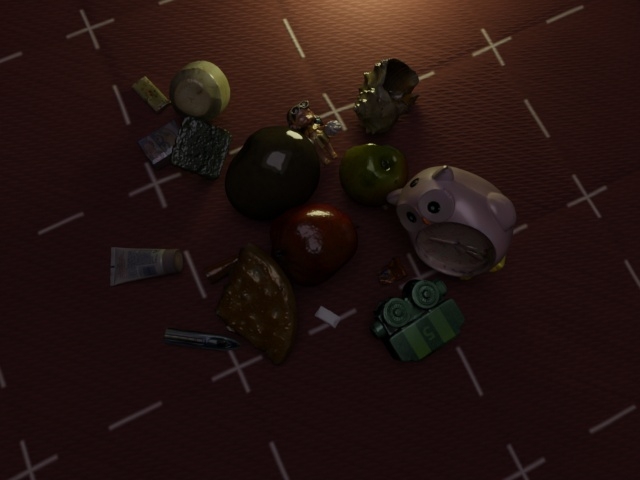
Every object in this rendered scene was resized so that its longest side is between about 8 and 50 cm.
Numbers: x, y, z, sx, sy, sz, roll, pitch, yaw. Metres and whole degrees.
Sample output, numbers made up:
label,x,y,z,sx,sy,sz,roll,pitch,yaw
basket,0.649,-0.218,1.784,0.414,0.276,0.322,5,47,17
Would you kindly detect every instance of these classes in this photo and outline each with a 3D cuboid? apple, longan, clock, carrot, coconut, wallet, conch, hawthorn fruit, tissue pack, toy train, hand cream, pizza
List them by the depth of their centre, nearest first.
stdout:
label,x,y,z,sx,sy,sz,roll,pitch,yaw
pizza,-0.204,0.214,1.613,0.277,0.114,0.409,-20,90,19
clock,0.432,-0.084,1.617,0.376,0.368,0.251,41,51,-20
hawthorn fruit,0.000,0.000,1.635,0.330,0.287,0.287,-22,78,-30
toy train,0.317,0.262,1.635,0.299,0.167,0.238,-32,86,-9
toy train,-0.387,0.330,1.638,0.251,0.048,0.055,7,78,-1
longan,-0.164,-0.223,1.667,0.350,0.288,0.289,-35,79,20
hand cream,-0.598,0.083,1.679,0.247,0.083,0.133,-3,76,7
wallet,0.025,0.262,1.694,0.083,0.011,0.044,32,77,5
carrot,-0.297,0.074,1.701,0.209,0.061,0.061,-29,80,-13
apple,0.189,-0.244,1.715,0.246,0.226,0.246,1,77,-5
coconut,-0.427,-0.531,1.766,0.202,0.222,0.202,1,120,2
tissue pack,-0.561,-0.343,1.782,0.155,0.065,0.116,-34,80,-9
conch,0.228,-0.535,1.798,0.186,0.263,0.324,24,39,25

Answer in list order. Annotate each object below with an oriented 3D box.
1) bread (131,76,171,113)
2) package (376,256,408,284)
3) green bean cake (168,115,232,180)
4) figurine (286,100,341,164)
label,x,y,z,sx,sy,sz,roll,pitch,yaw
bread,-0.632,-0.544,1.845,0.068,0.028,0.154,-42,80,-9
package,0.248,0.109,1.731,0.110,0.033,0.077,-24,69,-13
green bean cake,-0.420,-0.322,1.730,0.183,0.094,0.185,19,93,-21
figurine,-0.028,-0.389,1.795,0.174,0.116,0.240,-38,88,-12
